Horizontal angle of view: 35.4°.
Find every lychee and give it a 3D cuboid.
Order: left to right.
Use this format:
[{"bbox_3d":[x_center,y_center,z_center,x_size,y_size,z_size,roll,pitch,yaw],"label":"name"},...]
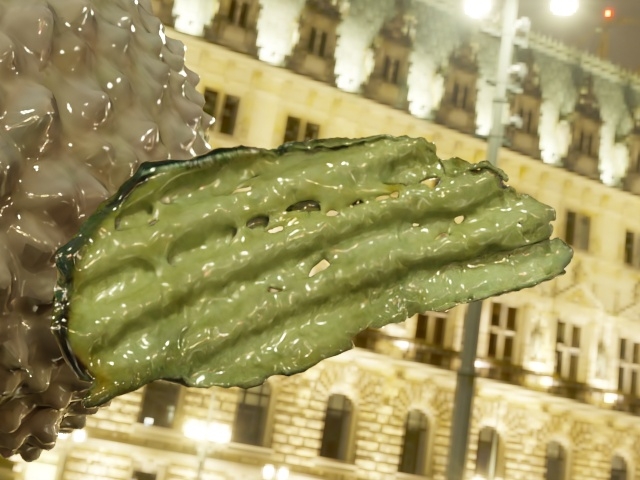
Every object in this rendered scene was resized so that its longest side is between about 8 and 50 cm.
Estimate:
[{"bbox_3d":[-0.246,-0.040,0.618,0.381,0.380,0.432,15,9,-18],"label":"lychee"}]

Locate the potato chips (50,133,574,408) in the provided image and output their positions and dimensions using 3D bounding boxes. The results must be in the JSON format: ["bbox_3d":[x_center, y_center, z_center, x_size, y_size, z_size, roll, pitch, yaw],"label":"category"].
[{"bbox_3d":[0.000,0.000,0.379,0.208,0.091,0.028,-15,-5,-16],"label":"potato chips"}]
